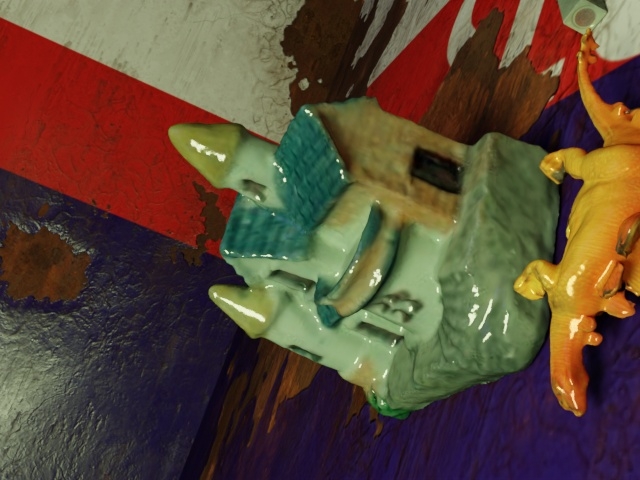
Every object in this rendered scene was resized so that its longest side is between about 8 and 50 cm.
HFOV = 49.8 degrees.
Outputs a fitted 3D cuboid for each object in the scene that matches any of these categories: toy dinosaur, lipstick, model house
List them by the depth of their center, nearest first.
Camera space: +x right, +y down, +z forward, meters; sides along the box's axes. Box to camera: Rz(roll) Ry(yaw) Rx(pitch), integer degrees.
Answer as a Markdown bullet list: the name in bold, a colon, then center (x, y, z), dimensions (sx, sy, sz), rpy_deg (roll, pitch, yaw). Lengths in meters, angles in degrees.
- **toy dinosaur**: center (0.195, -0.029, 0.447), dimensions (0.117, 0.070, 0.288), rpy_deg (-17, 54, 61)
- **model house**: center (0.000, 0.000, 0.621), dimensions (0.267, 0.325, 0.194), rpy_deg (-49, 19, 57)
- **lipstick**: center (0.255, -0.252, 0.686), dimensions (0.129, 0.030, 0.030), rpy_deg (-79, 16, -45)
